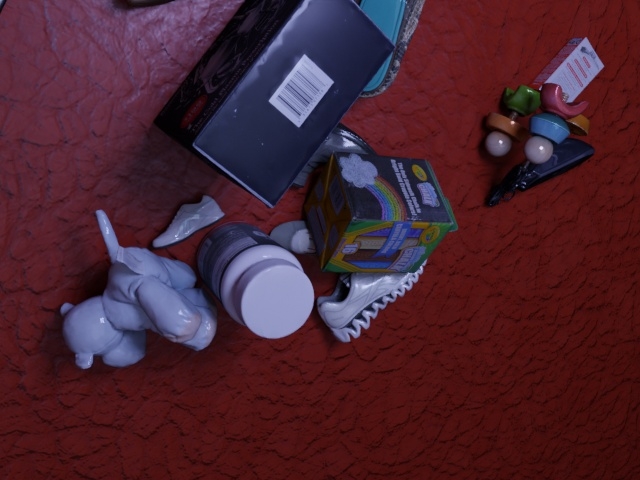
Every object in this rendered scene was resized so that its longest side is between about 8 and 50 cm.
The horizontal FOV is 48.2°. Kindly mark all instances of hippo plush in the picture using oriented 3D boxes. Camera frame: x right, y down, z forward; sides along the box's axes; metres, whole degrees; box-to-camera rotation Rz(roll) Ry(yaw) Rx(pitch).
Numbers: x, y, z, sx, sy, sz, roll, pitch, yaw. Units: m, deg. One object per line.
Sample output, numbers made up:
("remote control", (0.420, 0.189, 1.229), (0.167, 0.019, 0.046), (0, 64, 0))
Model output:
("hippo plush", (-0.347, 0.149, 1.303), (0.236, 0.234, 0.294), (-42, 144, 6))

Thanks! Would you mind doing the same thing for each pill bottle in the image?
("pill bottle", (-0.125, 0.071, 1.355), (0.161, 0.283, 0.161), (-7, 108, -22))

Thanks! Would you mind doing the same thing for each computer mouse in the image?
("computer mouse", (0.512, -0.179, 1.657), (0.272, 0.188, 0.072), (-23, 78, -19))

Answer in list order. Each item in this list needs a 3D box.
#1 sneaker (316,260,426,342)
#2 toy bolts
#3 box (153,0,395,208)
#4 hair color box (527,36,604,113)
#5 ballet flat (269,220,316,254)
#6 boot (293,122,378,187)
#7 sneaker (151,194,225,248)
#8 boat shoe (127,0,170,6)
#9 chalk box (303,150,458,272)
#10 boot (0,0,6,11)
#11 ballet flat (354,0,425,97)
("sneaker", (0.116, 0.090, 1.576), (0.292, 0.110, 0.118), (-44, 108, -7))
("toy bolts", (0.482, -0.229, 1.551), (0.218, 0.228, 0.158), (26, 93, -9))
("box", (-0.096, -0.269, 1.254), (0.179, 0.312, 0.343), (38, 87, -28))
("hair color box", (0.570, -0.381, 1.663), (0.167, 0.053, 0.093), (-47, 116, -4))
("ballet flat", (0.000, 0.000, 1.512), (0.213, 0.068, 0.072), (4, 104, -25))
("boot", (-0.001, -0.173, 1.471), (0.247, 0.083, 0.161), (31, 103, -28))
("sneaker", (-0.266, -0.034, 1.400), (0.152, 0.054, 0.061), (-31, 91, -9))
("boat shoe", (-0.218, -0.489, 1.260), (0.285, 0.103, 0.092), (-26, 109, -19))
("chalk box", (0.141, -0.051, 1.463), (0.289, 0.180, 0.179), (3, 142, -25))
("boot", (-0.662, -0.352, 1.071), (0.284, 0.138, 0.377), (32, 84, -28))
("ballet flat", (0.149, -0.507, 1.349), (0.164, 0.182, 0.482), (22, 118, 5))
